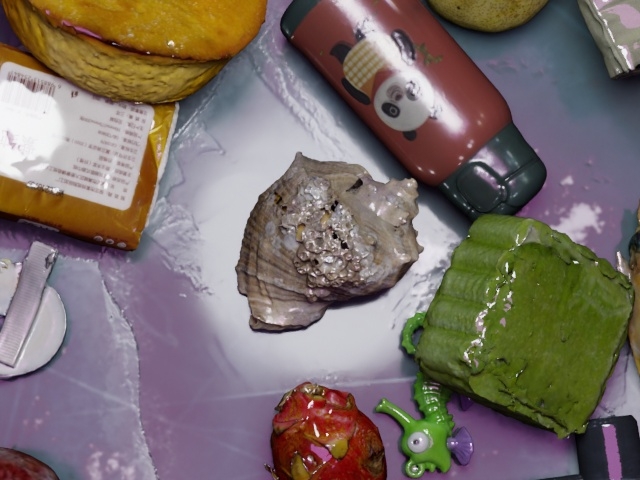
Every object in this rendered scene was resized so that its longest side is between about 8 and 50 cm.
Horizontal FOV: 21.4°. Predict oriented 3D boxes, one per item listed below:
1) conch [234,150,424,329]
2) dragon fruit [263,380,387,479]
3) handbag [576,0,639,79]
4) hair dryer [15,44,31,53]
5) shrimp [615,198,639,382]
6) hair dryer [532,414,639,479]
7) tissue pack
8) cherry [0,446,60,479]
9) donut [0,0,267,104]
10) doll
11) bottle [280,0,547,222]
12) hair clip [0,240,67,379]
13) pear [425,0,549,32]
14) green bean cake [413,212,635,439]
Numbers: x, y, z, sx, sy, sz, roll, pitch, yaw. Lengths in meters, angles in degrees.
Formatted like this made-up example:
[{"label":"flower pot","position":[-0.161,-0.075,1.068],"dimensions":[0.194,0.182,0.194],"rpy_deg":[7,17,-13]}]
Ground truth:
[{"label":"conch","position":[0.000,0.000,1.869],"dimensions":[0.245,0.163,0.178],"rpy_deg":[-42,52,10]},{"label":"dragon fruit","position":[0.039,0.260,1.833],"dimensions":[0.246,0.125,0.125],"rpy_deg":[41,118,-14]},{"label":"handbag","position":[0.398,-0.318,1.883],"dimensions":[0.316,0.109,0.253],"rpy_deg":[-15,87,-29]},{"label":"hair dryer","position":[-0.332,-0.217,1.918],"dimensions":[0.197,0.057,0.100],"rpy_deg":[-27,84,-14]},{"label":"shrimp","position":[0.424,0.099,1.889],"dimensions":[0.168,0.077,0.317],"rpy_deg":[-14,87,-14]},{"label":"hair dryer","position":[0.250,0.267,1.866],"dimensions":[0.219,0.071,0.124],"rpy_deg":[-10,81,5]},{"label":"tissue pack","position":[-0.285,-0.101,1.849],"dimensions":[0.226,0.092,0.183],"rpy_deg":[17,85,-20]},{"label":"cherry","position":[-0.370,0.335,1.761],"dimensions":[0.300,0.203,0.230],"rpy_deg":[-14,90,4]},{"label":"donut","position":[-0.213,-0.267,1.843],"dimensions":[0.303,0.110,0.303],"rpy_deg":[14,47,-15]},{"label":"doll","position":[0.122,0.170,1.876],"dimensions":[0.115,0.050,0.190],"rpy_deg":[11,81,-7]},{"label":"bottle","position":[0.114,-0.164,1.875],"dimensions":[0.144,0.144,0.336],"rpy_deg":[-42,87,-6]},{"label":"hair clip","position":[-0.336,0.084,1.874],"dimensions":[0.116,0.049,0.172],"rpy_deg":[20,85,5]},{"label":"pear","position":[0.190,-0.314,1.897],"dimensions":[0.167,0.136,0.167],"rpy_deg":[-1,95,-10]},{"label":"green bean cake","position":[0.226,0.091,1.821],"dimensions":[0.214,0.113,0.200],"rpy_deg":[26,84,-31]}]
